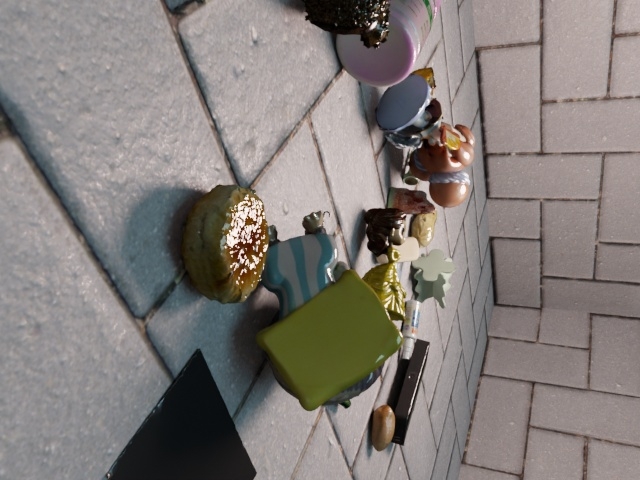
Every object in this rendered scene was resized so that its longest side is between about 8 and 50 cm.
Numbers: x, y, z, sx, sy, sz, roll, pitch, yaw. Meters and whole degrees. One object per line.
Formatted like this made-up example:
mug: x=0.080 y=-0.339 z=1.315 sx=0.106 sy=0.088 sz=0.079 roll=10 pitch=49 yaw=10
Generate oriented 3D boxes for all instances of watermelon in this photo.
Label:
watermelon: x=0.285 y=-0.127 z=1.810 sx=0.121 sy=0.158 sz=0.097 roll=0 pitch=94 yaw=-37

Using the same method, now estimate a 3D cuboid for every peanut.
peanut: x=0.396 y=-0.063 z=2.081 sx=0.214 sy=0.100 sz=0.099 roll=-61 pitch=145 yaw=-38
peanut: x=0.202 y=0.607 z=1.778 sx=0.076 sy=0.076 sz=0.152 roll=11 pitch=88 yaw=-64

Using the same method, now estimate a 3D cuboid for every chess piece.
chess piece: x=0.330 y=-0.272 z=1.969 sx=0.059 sy=0.059 sz=0.149 roll=55 pitch=38 yaw=-53

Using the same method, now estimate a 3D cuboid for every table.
table: x=0.441 y=0.159 z=2.142 sx=0.198 sy=0.167 sz=0.166 roll=78 pitch=28 yaw=-44

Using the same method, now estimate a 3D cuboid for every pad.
pad: x=-0.217 y=0.405 z=0.958 sx=0.247 sy=0.007 sz=0.367 roll=-58 pitch=143 yaw=-46

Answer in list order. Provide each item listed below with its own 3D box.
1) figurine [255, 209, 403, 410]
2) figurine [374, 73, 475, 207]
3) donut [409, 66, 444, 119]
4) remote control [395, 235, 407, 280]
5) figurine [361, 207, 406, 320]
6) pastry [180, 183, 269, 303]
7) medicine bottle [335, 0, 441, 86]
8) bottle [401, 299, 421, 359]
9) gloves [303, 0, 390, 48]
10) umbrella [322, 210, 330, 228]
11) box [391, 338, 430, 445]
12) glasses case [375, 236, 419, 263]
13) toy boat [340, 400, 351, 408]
figurine: x=-0.020 y=0.170 z=1.194 sx=0.377 sy=0.266 sz=0.361 roll=116 pitch=-44 yaw=-74
figurine: x=0.340 y=-0.301 z=1.713 sx=0.388 sy=0.248 sz=0.276 roll=29 pitch=27 yaw=-40
donut: x=0.338 y=-0.475 z=1.864 sx=0.085 sy=0.141 sz=0.217 roll=68 pitch=21 yaw=-67
remote control: x=0.253 y=0.085 z=1.850 sx=0.087 sy=0.047 sz=0.244 roll=53 pitch=47 yaw=-56
figurine: x=0.190 y=0.056 z=1.574 sx=0.187 sy=0.168 sz=0.315 roll=33 pitch=64 yaw=-50
pastry: x=-0.157 y=0.002 z=0.930 sx=0.182 sy=0.093 sz=0.192 roll=-55 pitch=144 yaw=-49
medicine bottle: x=0.186 y=-0.576 z=1.444 sx=0.325 sy=0.212 sz=0.212 roll=-64 pitch=146 yaw=-38
bottle: x=0.329 y=0.331 z=2.030 sx=0.060 sy=0.060 sz=0.217 roll=42 pitch=57 yaw=-58
gloves: x=0.070 y=-0.534 z=1.211 sx=0.135 sy=0.210 sz=0.312 roll=99 pitch=14 yaw=-50
umbrella: x=-0.004 y=-0.001 z=1.341 sx=0.022 sy=0.022 sz=0.148 roll=159 pitch=-52 yaw=-78
box: x=0.330 y=0.552 z=2.013 sx=0.211 sy=0.058 sz=0.350 roll=88 pitch=22 yaw=-46
glasses case: x=0.250 y=0.032 z=1.776 sx=0.196 sy=0.050 sz=0.083 roll=-2 pitch=87 yaw=-47
toy boat: x=0.055 y=0.377 z=1.466 sx=0.210 sy=0.052 sz=0.104 roll=58 pitch=45 yaw=-52
